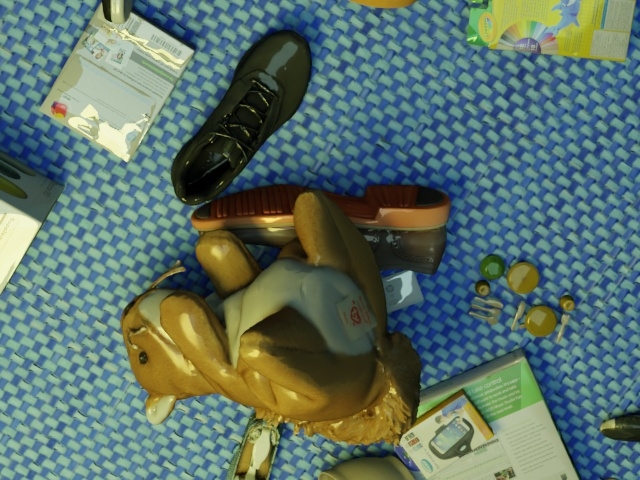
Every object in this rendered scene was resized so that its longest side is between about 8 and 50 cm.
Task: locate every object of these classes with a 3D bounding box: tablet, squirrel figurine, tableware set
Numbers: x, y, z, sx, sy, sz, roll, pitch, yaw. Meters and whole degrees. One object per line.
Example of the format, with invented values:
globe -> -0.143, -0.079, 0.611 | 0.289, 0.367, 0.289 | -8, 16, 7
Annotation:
tablet -> 0.104, 0.078, 1.996 | 0.083, 0.006, 0.054 | -20, 106, 4
squirrel figurine -> -0.075, 0.165, 1.853 | 0.370, 0.281, 0.397 | -20, 134, 37
tableware set -> 0.298, 0.082, 1.995 | 0.154, 0.024, 0.104 | 17, 103, -5

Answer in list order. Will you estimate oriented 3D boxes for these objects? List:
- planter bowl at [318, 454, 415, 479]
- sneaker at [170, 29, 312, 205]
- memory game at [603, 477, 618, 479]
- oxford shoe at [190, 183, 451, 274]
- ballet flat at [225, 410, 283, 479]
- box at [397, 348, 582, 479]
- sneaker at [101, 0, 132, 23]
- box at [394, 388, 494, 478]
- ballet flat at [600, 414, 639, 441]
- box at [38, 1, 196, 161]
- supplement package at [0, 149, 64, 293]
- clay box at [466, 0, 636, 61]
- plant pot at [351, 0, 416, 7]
planter bowl -> 0.085, 0.387, 2.024 | 0.109, 0.162, 0.162 | -30, 107, -20
sneaker -> -0.104, -0.157, 1.857 | 0.109, 0.130, 0.286 | 32, 102, -8
memory game -> 0.448, 0.454, 2.115 | 0.186, 0.012, 0.186 | 0, 107, -1
oxford shoe -> 0.000, 0.000, 1.911 | 0.363, 0.130, 0.133 | 1, 113, -1
ballet flat -> -0.103, 0.340, 2.042 | 0.070, 0.070, 0.188 | 12, 107, -5
box -> 0.262, 0.349, 2.051 | 0.232, 0.058, 0.322 | -24, 105, 6
sneaker -> -0.314, -0.394, 1.806 | 0.121, 0.079, 0.217 | -1, 92, 3
box -> 0.175, 0.288, 1.992 | 0.136, 0.028, 0.081 | -35, 102, 7
ballet flat -> 0.507, 0.271, 2.051 | 0.173, 0.049, 0.057 | -8, 150, 3
box -> -0.280, -0.224, 1.880 | 0.145, 0.038, 0.186 | 30, 103, -9
supplement package -> -0.522, -0.037, 1.847 | 0.262, 0.199, 0.198 | 31, 103, -10
clay box -> 0.313, -0.319, 1.855 | 0.222, 0.053, 0.128 | 6, 107, -2
plant pot -> 0.084, -0.411, 1.759 | 0.205, 0.205, 0.188 | 8, 122, -4
